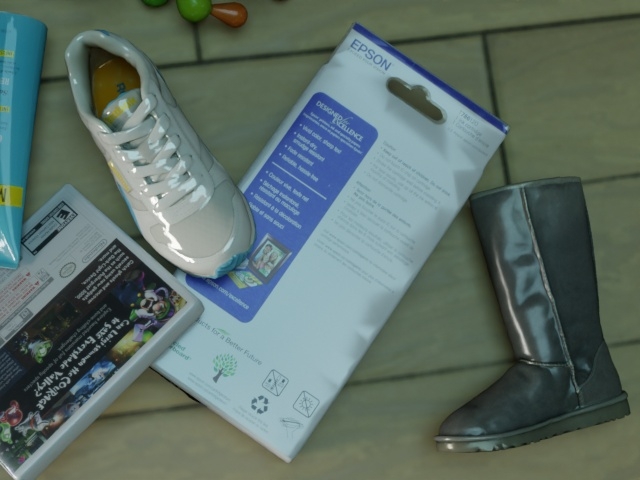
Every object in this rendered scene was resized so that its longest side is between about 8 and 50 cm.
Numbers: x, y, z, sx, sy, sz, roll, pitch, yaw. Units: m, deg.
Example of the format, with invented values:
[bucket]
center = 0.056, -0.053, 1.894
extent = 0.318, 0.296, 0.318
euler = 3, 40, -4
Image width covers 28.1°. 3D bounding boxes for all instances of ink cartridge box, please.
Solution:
[ink cartridge box]
center = 0.000, 0.000, 1.052
extent = 0.165, 0.065, 0.333
euler = 35, 80, 1

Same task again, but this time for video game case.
[video game case]
center = -0.213, 0.068, 0.999
extent = 0.190, 0.022, 0.173
euler = -45, 60, -11

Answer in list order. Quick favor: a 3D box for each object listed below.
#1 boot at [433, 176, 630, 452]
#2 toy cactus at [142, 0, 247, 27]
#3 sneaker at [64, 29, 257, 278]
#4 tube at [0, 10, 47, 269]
[boot]
center = 0.159, 0.060, 1.056
extent = 0.189, 0.076, 0.208
euler = -13, 89, -23
[toy cactus]
center = -0.116, -0.259, 1.029
extent = 0.219, 0.180, 0.112
euler = 10, 60, -10
[sneaker]
center = -0.133, -0.066, 1.001
extent = 0.087, 0.092, 0.229
euler = -36, 67, 1
[tube]
center = -0.265, -0.080, 1.042
extent = 0.080, 0.052, 0.207
euler = 4, 82, 25
